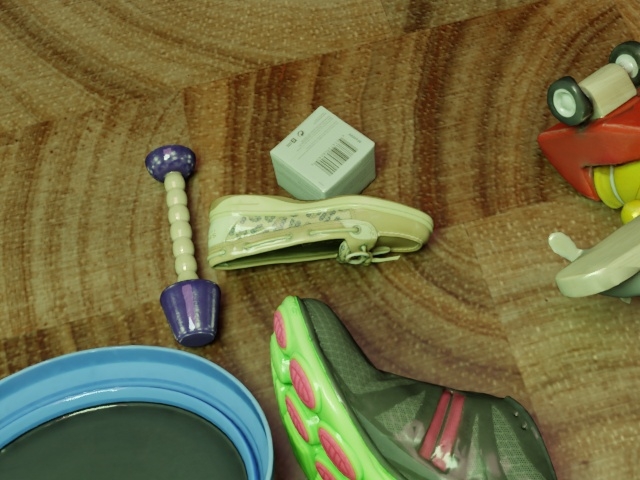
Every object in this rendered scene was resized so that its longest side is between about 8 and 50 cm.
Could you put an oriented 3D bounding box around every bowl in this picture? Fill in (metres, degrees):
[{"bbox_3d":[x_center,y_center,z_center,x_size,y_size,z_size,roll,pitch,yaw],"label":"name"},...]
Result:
[{"bbox_3d":[-0.239,0.263,0.868,0.391,0.077,0.391,-4,33,2],"label":"bowl"}]

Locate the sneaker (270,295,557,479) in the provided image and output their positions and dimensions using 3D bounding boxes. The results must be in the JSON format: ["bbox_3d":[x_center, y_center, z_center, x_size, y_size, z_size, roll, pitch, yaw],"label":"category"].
[{"bbox_3d":[0.123,0.238,0.908,0.202,0.185,0.483,-33,66,-32],"label":"sneaker"}]

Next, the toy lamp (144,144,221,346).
[{"bbox_3d":[-0.179,0.004,1.086,0.080,0.080,0.275,-14,63,-2],"label":"toy lamp"}]

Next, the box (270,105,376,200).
[{"bbox_3d":[0.006,-0.101,1.119,0.102,0.087,0.101,38,72,22],"label":"box"}]

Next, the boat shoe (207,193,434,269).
[{"bbox_3d":[0.000,0.000,1.058,0.285,0.104,0.089,1,68,3],"label":"boat shoe"}]

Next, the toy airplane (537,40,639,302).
[{"bbox_3d":[0.454,-0.062,0.957,0.386,0.272,0.384,-8,29,16],"label":"toy airplane"}]
